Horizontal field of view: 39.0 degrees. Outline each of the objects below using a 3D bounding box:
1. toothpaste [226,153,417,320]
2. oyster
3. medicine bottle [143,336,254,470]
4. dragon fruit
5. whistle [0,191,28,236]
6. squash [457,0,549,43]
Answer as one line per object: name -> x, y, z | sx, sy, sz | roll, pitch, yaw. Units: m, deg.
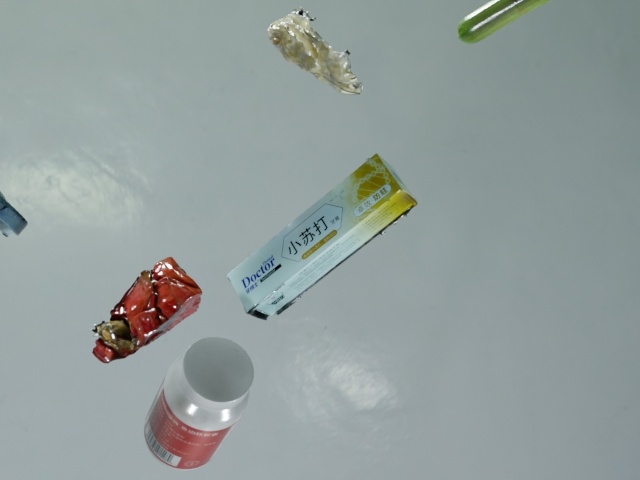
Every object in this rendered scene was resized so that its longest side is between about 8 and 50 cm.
toothpaste -> 0.000, 0.000, 1.408 | 0.313, 0.071, 0.089 | -39, 61, 13
oyster -> -0.013, -0.286, 1.389 | 0.072, 0.133, 0.209 | -38, 75, -2
medicine bottle -> -0.185, 0.250, 1.376 | 0.131, 0.250, 0.131 | 12, 52, -16
dragon fruit -> -0.282, 0.115, 1.425 | 0.192, 0.122, 0.092 | -41, 82, -8
whistle -> -0.573, -0.083, 1.489 | 0.180, 0.269, 0.093 | 35, 76, 20
squash -> 0.386, -0.481, 1.879 | 0.228, 0.066, 0.066 | -26, 67, 24
